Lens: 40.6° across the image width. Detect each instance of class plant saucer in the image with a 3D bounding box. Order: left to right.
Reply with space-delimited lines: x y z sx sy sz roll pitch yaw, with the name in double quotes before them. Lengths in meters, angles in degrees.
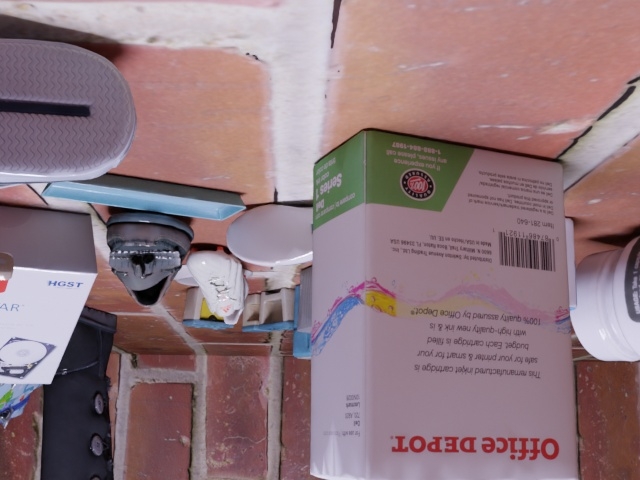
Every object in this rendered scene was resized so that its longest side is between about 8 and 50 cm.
"plant saucer" -0.174 -0.045 0.860 0.192 0.018 0.067 6 166 -28

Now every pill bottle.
"pill bottle" 0.435 0.059 0.968 0.161 0.161 0.283 10 165 -36

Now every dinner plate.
"dinner plate" -0.174 0.056 1.330 0.141 0.017 0.141 -1 168 0

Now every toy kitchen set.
"toy kitchen set" -0.107 0.136 1.442 0.166 0.122 0.207 11 164 -38

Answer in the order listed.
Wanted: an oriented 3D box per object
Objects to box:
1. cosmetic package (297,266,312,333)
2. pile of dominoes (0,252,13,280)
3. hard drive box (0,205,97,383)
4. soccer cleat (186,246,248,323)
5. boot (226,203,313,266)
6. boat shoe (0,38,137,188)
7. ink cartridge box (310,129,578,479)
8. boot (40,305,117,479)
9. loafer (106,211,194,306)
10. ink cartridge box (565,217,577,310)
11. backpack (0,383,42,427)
"cosmetic package" 0.067 0.076 1.210 0.127 0.107 0.238 8 169 -20
"pile of dominoes" -0.337 -0.048 0.587 0.196 0.040 0.251 2 -153 -43
"hard drive box" -0.374 0.066 0.984 0.181 0.089 0.232 6 138 -28
"soccer cleat" -0.136 0.063 1.197 0.068 0.076 0.196 -1 162 8
"boot" 0.000 0.000 0.930 0.189 0.069 0.086 -5 162 18
"boat shoe" -0.282 -0.070 0.504 0.335 0.121 0.119 7 167 -28
"ink cartridge box" 0.102 0.066 0.741 0.201 0.278 0.117 6 166 -24
"boot" -0.522 0.350 1.685 0.146 0.446 0.367 -5 167 23
"loafer" -0.198 0.027 1.010 0.096 0.084 0.267 4 171 -7
"ink cartridge box" 0.231 0.041 1.029 0.060 0.104 0.180 3 167 -14
"backpack" -0.551 0.162 1.302 0.290 0.274 0.355 14 -164 9
